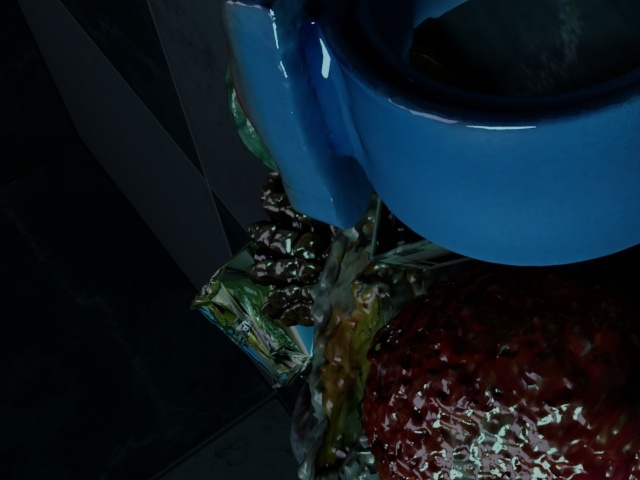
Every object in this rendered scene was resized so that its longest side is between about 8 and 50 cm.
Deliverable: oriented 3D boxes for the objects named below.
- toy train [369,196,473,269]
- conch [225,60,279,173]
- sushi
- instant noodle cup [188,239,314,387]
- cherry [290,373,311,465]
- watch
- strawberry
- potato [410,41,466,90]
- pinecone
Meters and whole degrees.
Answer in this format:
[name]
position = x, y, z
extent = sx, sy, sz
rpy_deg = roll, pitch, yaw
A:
[toy train]
position = 0.164, -0.040, 1.039
extent = 0.088, 0.087, 0.407
rpy_deg = 15, 167, -21
[conch]
position = -0.021, -0.143, 1.449
extent = 0.202, 0.134, 0.196
rpy_deg = 45, 165, 45
[sushi]
position = 0.086, 0.138, 1.388
extent = 0.417, 0.175, 0.418
rpy_deg = -173, 90, -80
[instant noodle cup]
position = -0.044, 0.084, 1.951
extent = 0.178, 0.240, 0.240
rpy_deg = 46, 167, 5
[cherry]
position = 0.078, 0.274, 1.946
extent = 0.296, 0.218, 0.255
rpy_deg = 53, 164, -24
[watch]
position = 0.117, -0.144, 0.782
extent = 0.274, 0.305, 0.241
rpy_deg = 15, 152, 24
[strawberry]
position = 0.177, 0.123, 1.078
extent = 0.274, 0.274, 0.220
rpy_deg = 52, 160, 18
[potato]
position = 0.092, -0.112, 1.252
extent = 0.100, 0.120, 0.261
rpy_deg = 17, 170, -10
[pinecone]
position = -0.003, 0.003, 1.653
extent = 0.205, 0.184, 0.179
rpy_deg = 61, 152, 17
